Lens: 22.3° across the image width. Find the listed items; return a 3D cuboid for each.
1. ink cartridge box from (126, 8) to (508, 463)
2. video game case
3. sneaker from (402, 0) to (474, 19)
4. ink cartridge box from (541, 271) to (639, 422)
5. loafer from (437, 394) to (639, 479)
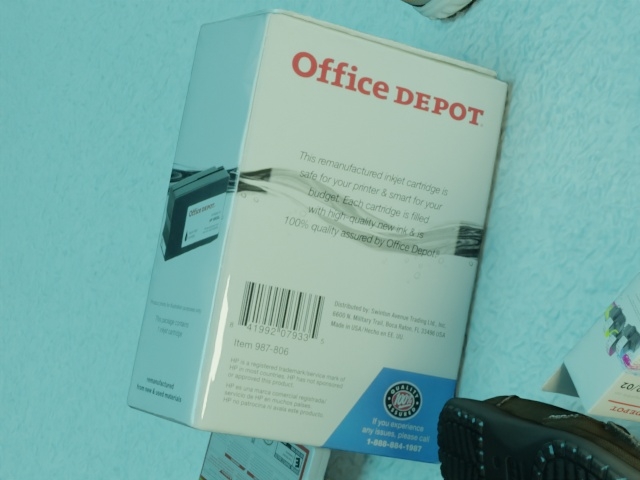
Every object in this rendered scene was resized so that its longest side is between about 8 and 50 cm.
[{"bbox_3d":[0.000,0.000,1.604,0.166,0.285,0.395,5,83,60],"label":"ink cartridge box"},{"bbox_3d":[-0.085,0.320,1.777,0.204,0.025,0.285,29,106,54],"label":"video game case"},{"bbox_3d":[0.151,-0.317,1.647,0.271,0.108,0.100,-37,47,46],"label":"sneaker"},{"bbox_3d":[0.271,0.091,1.300,0.181,0.104,0.061,-55,36,34],"label":"ink cartridge box"},{"bbox_3d":[0.227,0.192,1.299,0.366,0.130,0.134,-151,55,-62],"label":"loafer"}]
